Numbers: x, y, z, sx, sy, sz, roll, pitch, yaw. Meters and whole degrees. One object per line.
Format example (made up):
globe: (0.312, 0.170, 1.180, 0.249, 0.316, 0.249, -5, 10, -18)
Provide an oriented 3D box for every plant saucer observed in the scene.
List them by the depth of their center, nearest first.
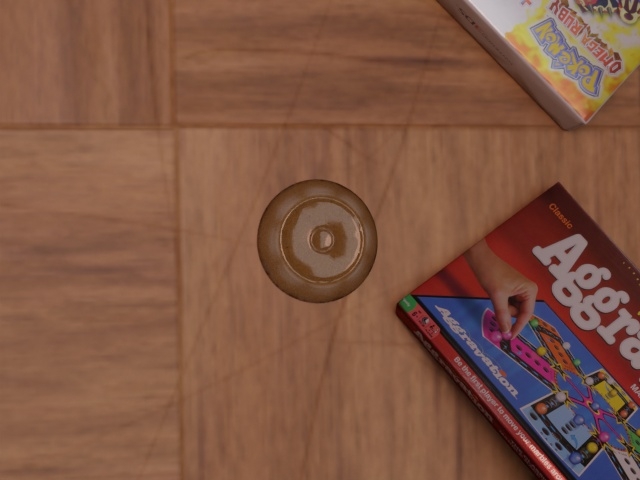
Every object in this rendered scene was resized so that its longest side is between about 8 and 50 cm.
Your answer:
plant saucer: (0.000, 0.000, 1.324, 0.083, 0.015, 0.083, 1, 86, -14)

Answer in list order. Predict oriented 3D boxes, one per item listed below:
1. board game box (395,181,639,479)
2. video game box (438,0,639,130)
board game box: (0.194, 0.106, 1.306, 0.145, 0.027, 0.281, -36, 73, -15)
video game box: (0.165, -0.212, 1.362, 0.205, 0.048, 0.187, 44, 80, -8)
